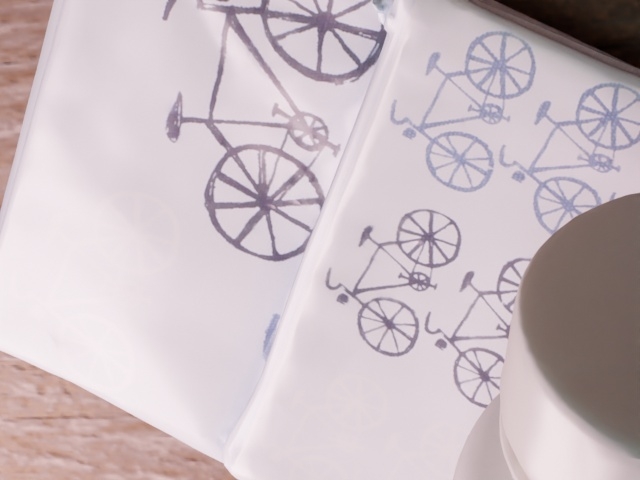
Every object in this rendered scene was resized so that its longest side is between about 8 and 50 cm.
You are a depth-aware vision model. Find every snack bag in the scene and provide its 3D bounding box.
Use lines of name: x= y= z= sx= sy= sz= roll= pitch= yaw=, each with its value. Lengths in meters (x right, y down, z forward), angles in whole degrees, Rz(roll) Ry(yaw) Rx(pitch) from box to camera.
snack bag: x=0.000 y=0.000 z=0.931 sx=0.342 sy=0.037 sz=0.323 roll=27 pitch=127 yaw=8

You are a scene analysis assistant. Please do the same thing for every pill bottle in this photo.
pill bottle: x=0.148 y=0.170 z=0.840 sx=0.204 sy=0.204 sz=0.361 roll=17 pitch=131 yaw=15
